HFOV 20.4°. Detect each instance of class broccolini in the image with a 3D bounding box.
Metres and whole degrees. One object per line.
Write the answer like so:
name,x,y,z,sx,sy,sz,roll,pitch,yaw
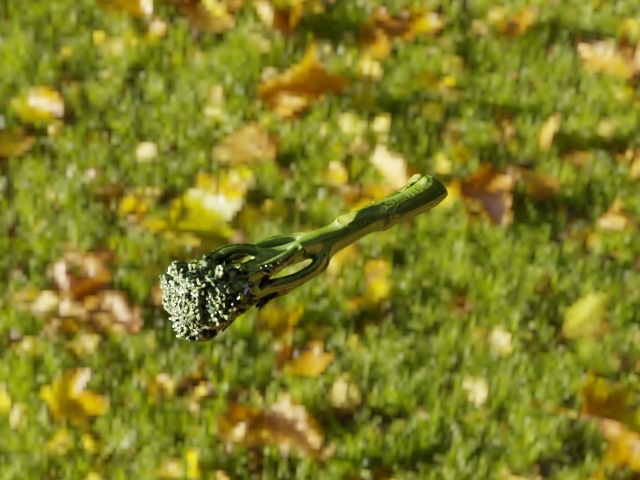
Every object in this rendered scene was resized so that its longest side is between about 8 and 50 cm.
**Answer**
broccolini,0.000,0.000,0.654,0.140,0.035,0.030,-25,84,-38
